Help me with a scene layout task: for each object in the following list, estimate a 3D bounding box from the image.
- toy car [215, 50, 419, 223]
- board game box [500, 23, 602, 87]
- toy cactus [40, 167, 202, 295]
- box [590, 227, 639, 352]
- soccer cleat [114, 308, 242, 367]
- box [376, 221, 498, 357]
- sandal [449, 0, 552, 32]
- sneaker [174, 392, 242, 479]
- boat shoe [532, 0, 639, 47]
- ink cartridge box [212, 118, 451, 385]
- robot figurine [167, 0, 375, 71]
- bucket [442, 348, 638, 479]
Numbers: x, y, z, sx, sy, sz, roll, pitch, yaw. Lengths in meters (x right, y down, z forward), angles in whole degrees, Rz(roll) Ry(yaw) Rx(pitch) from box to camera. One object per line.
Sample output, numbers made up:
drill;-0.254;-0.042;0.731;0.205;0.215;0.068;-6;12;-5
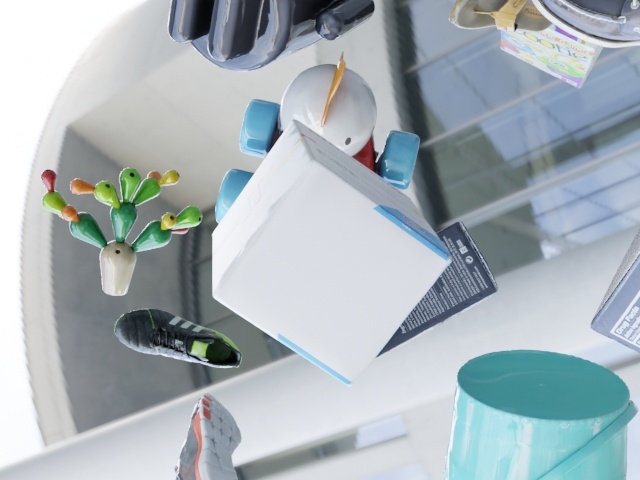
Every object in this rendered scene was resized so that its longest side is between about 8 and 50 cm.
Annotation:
toy car;0.002;-0.113;1.397;0.238;0.219;0.210;95;-170;-62
board game box;0.349;-0.332;1.700;0.144;0.142;0.275;28;-179;9
toy cactus;-0.279;-0.017;1.649;0.219;0.181;0.112;4;-162;-17
box;0.501;0.030;1.297;0.294;0.296;0.183;29;-128;8
soccer cleat;-0.185;0.132;1.592;0.179;0.072;0.060;17;-91;-31
box;0.125;0.074;1.625;0.108;0.207;0.153;62;-179;7
sandal;0.233;-0.279;1.456;0.180;0.072;0.049;0;-144;-40
sneaker;-0.119;0.208;1.159;0.061;0.065;0.158;47;-164;-20
boat shoe;0.278;-0.196;0.985;0.206;0.065;0.075;17;-116;0
ink cartridge box;0.000;0.000;0.675;0.092;0.090;0.143;35;-171;-13
robot figurine;-0.065;-0.306;1.434;0.209;0.173;0.278;58;-141;-3
bucket;0.304;0.281;1.671;0.281;0.281;0.183;-28;-56;-57
